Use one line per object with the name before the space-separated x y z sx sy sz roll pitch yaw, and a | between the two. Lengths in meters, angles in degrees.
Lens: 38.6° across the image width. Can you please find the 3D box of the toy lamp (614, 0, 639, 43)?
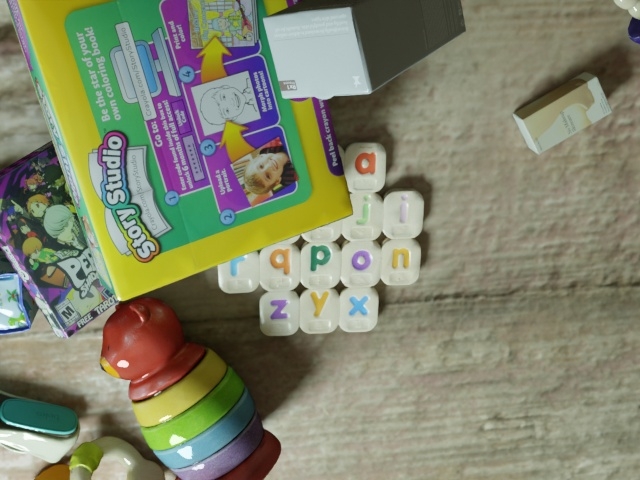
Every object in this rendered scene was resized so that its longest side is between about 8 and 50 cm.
toy lamp | 0.365 -0.326 1.167 0.275 0.080 0.080 28 104 -14

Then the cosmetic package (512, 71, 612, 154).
cosmetic package | 0.326 -0.172 1.235 0.115 0.041 0.060 -32 112 3

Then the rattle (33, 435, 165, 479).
rattle | -0.295 0.371 1.329 0.200 0.130 0.143 23 119 -43

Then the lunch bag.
lunch bag | -0.437 0.062 1.158 0.151 0.129 0.096 -8 106 -4

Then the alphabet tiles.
alphabet tiles | 0.000 0.000 1.260 0.284 0.021 0.278 -2 111 -8

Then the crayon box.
crayon box | -0.155 -0.154 1.078 0.313 0.106 0.363 -20 108 -19

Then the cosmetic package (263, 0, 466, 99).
cosmetic package | 0.057 -0.247 1.054 0.127 0.238 0.107 2 115 35

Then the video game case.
video game case | -0.279 -0.030 1.131 0.232 0.042 0.210 -39 115 -31

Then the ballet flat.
ballet flat | -0.457 0.244 1.254 0.248 0.086 0.086 24 105 -17

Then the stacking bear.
stacking bear | -0.192 0.209 1.240 0.164 0.175 0.289 -35 103 -18
